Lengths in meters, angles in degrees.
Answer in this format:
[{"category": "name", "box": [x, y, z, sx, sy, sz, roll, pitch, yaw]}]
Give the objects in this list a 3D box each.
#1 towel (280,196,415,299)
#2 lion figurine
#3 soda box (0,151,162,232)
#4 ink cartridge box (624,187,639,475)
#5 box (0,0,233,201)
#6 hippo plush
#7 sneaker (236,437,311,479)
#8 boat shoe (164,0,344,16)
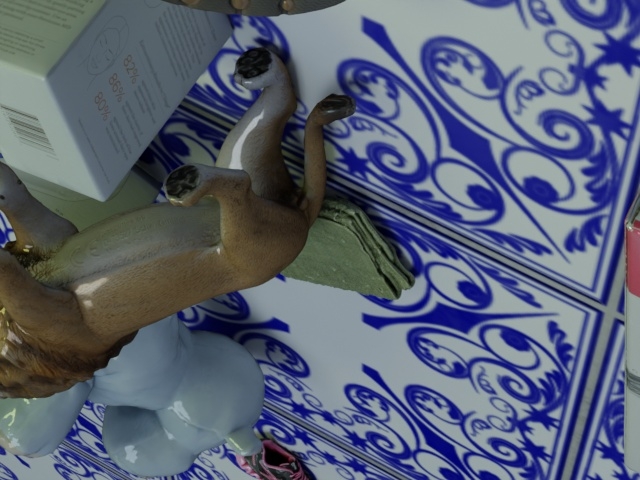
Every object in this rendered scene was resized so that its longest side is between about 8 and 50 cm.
[{"category": "towel", "box": [0.000, 0.000, 1.316, 0.148, 0.027, 0.110, 8, 144, 41]}, {"category": "lion figurine", "box": [-0.129, 0.009, 1.235, 0.392, 0.142, 0.240, -14, 145, 12]}, {"category": "soda box", "box": [-0.272, -0.096, 1.368, 0.286, 0.091, 0.098, 38, -178, -6]}, {"category": "ink cartridge box", "box": [0.297, 0.068, 0.976, 0.207, 0.117, 0.283, 22, 151, 24]}, {"category": "box", "box": [-0.152, -0.138, 1.098, 0.091, 0.170, 0.130, 20, 150, 26]}, {"category": "hippo plush", "box": [-0.167, 0.097, 1.543, 0.294, 0.234, 0.236, -37, 134, 21]}, {"category": "sneaker", "box": [-0.037, 0.258, 1.781, 0.119, 0.047, 0.057, 41, 142, -15]}, {"category": "boat shoe", "box": [-0.126, -0.246, 0.942, 0.355, 0.130, 0.132, 20, 148, -13]}]
